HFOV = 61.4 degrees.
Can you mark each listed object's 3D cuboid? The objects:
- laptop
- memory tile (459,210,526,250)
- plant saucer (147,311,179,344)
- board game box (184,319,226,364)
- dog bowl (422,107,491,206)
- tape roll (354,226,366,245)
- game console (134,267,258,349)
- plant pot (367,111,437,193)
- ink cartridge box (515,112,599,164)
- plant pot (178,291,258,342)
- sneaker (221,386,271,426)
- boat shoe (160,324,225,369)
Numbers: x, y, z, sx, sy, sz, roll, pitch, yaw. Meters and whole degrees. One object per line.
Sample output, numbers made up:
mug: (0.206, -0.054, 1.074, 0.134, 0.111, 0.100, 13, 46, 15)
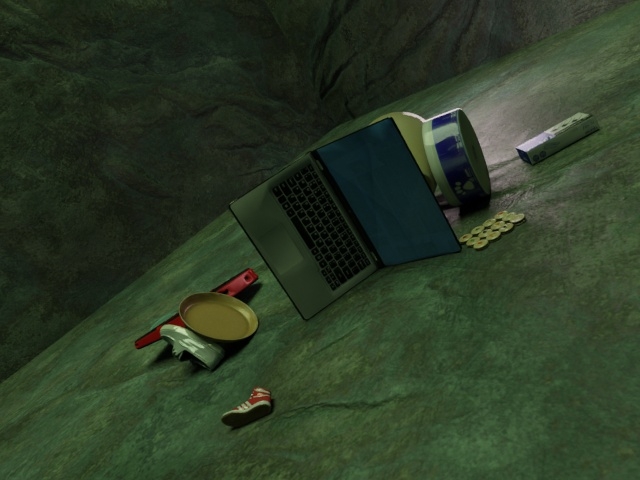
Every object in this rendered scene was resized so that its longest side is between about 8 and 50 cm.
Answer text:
laptop: (0.057, -0.032, 1.344, 0.408, 0.381, 0.236, -35, 17, -10)
memory tile: (0.422, -0.027, 1.330, 0.148, 0.012, 0.113, -33, 17, -4)
plant saucer: (-0.603, 0.328, 2.082, 0.195, 0.037, 0.195, -28, 18, 10)
board game box: (-0.359, 0.300, 1.695, 0.194, 0.060, 0.194, -30, 18, 6)
dog bowl: (0.391, -0.235, 1.535, 0.104, 0.264, 0.265, -18, 21, 27)
tape roll: (0.100, -0.066, 1.673, 0.393, 0.071, 0.392, -8, 17, 3)
game console: (-0.418, 0.235, 1.876, 0.342, 0.060, 0.387, -31, 3, 32)
plant pot: (0.246, -0.207, 1.594, 0.257, 0.256, 0.274, -27, 32, 15)
ink cartridge box: (0.688, -0.298, 1.572, 0.207, 0.046, 0.097, -29, 16, 10)
plant pot: (-0.304, 0.232, 1.601, 0.236, 0.237, 0.032, -77, 8, -67)
sneaker: (-0.160, 0.366, 1.190, 0.119, 0.042, 0.067, -21, 23, 10)
boat shoe: (-0.386, 0.311, 1.555, 0.228, 0.079, 0.081, 16, 54, 24)
